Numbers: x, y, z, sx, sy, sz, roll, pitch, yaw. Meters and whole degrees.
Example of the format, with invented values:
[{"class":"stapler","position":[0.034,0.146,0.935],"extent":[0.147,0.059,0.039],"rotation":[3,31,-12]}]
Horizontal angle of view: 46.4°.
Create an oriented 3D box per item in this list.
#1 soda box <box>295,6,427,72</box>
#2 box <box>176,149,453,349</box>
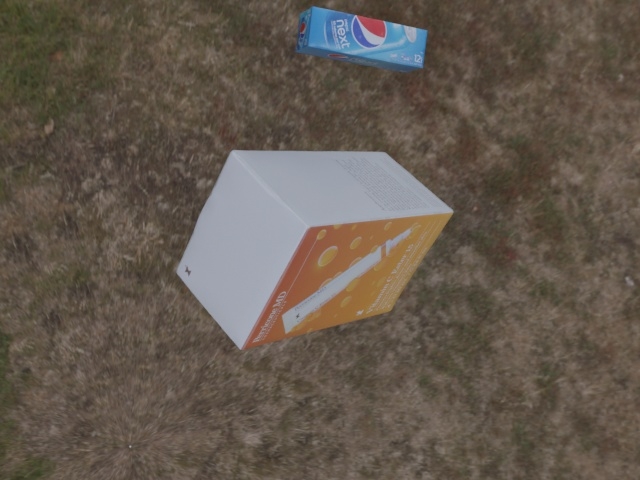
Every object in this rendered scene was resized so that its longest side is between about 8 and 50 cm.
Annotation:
[{"class":"soda box","position":[0.070,-0.336,1.261],"extent":[0.210,0.071,0.067],"rotation":[5,93,-20]},{"class":"box","position":[0.000,0.000,1.098],"extent":[0.345,0.215,0.168],"rotation":[-7,45,-49]}]
